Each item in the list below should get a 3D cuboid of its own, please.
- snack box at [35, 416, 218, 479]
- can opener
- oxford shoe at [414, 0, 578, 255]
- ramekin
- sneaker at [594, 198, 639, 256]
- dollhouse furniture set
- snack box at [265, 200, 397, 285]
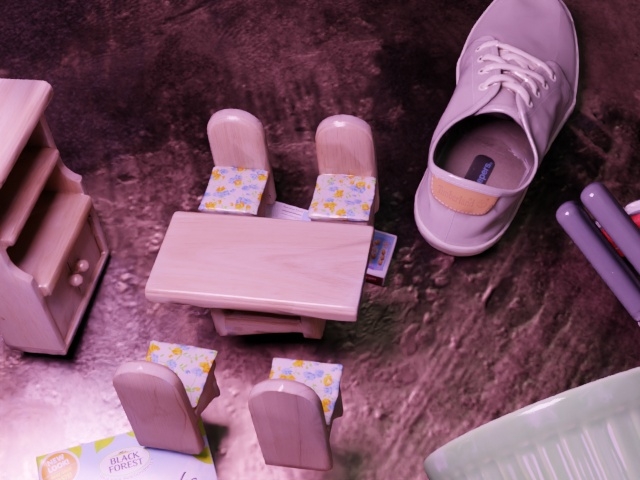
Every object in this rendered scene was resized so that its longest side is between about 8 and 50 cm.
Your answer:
[{"bbox_3d":[-0.178,0.297,0.954,0.174,0.070,0.207,-14,59,-11],"label":"snack box"},{"bbox_3d":[0.374,0.060,1.084,0.280,0.074,0.093,56,26,10],"label":"can opener"},{"bbox_3d":[0.241,-0.183,1.231,0.169,0.130,0.449,20,59,10],"label":"oxford shoe"},{"bbox_3d":[0.263,0.230,0.895,0.303,0.303,0.148,-14,68,-12],"label":"ramekin"},{"bbox_3d":[0.461,0.016,1.144,0.279,0.107,0.118,3,69,1],"label":"sneaker"},{"bbox_3d":[-0.150,-0.006,0.980,0.394,0.256,0.362,5,50,11],"label":"dollhouse furniture set"},{"bbox_3d":[0.000,0.000,1.168,0.178,0.022,0.064,16,58,6],"label":"snack box"}]
